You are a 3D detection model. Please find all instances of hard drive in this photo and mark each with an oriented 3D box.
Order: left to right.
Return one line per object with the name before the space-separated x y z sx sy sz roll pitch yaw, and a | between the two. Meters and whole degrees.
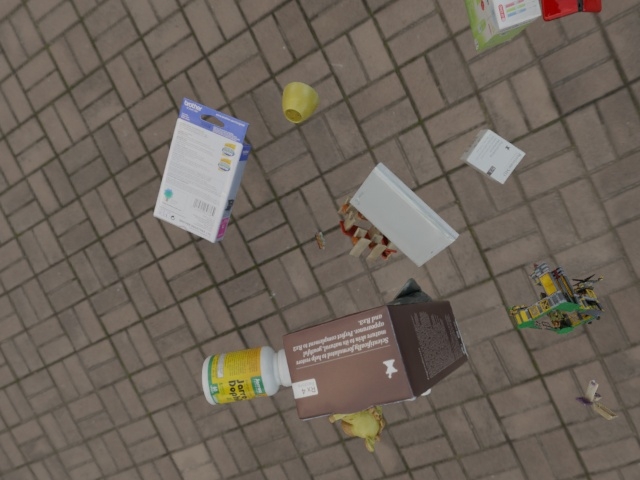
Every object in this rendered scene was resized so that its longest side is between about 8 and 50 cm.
hard drive | 0.245 -0.071 1.276 0.307 0.040 0.203 43 148 5

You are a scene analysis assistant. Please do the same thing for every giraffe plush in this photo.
giraffe plush | 0.085 0.433 1.071 0.170 0.210 0.181 50 63 -16

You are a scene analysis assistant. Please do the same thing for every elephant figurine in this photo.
elephant figurine | 0.268 0.195 1.206 0.186 0.239 0.169 -14 106 58

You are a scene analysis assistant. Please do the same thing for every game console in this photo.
game console | 0.614 -0.623 1.027 0.124 0.085 0.144 -5 98 35

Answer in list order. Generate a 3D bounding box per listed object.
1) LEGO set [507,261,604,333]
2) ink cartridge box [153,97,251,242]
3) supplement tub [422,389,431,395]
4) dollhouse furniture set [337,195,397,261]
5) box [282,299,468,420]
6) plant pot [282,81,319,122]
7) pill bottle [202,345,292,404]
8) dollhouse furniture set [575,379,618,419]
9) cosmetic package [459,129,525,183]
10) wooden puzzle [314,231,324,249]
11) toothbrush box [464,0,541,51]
LEGO set | 0.855 0.206 1.545 0.331 0.192 0.255 7 141 -18
ink cartridge box | -0.290 -0.170 1.038 0.186 0.065 0.311 24 109 10
supplement tub | 0.325 0.432 1.336 0.071 0.107 0.071 12 129 15
dollhouse furniture set | 0.192 -0.018 1.665 0.259 0.262 0.135 18 126 -25
box | 0.121 0.199 0.756 0.191 0.381 0.143 -22 75 25
plant pot | -0.081 -0.471 1.469 0.134 0.134 0.095 14 65 10
pill bottle | -0.166 0.320 1.004 0.208 0.117 0.117 -10 96 2
dollhouse furniture set | 0.886 0.491 1.301 0.091 0.114 0.081 5 105 -22
cosmetic package | 0.716 -0.353 1.752 0.184 0.151 0.151 32 105 -1
wooden puzzle | 0.000 0.000 1.595 0.049 0.006 0.083 -55 49 52
toothbrush box | 0.541 -0.728 1.273 0.122 0.283 0.206 -16 100 10
